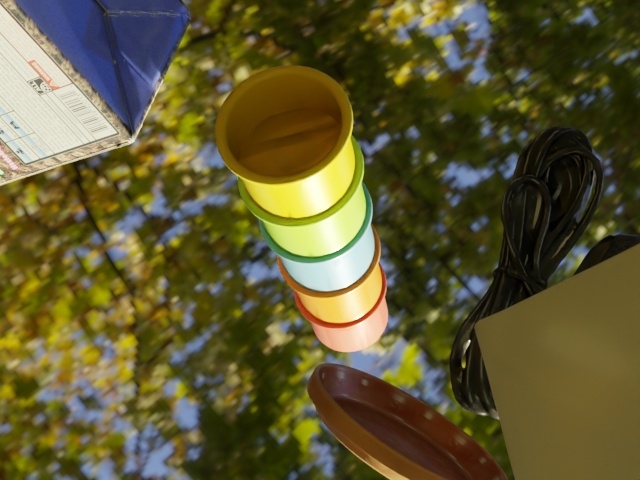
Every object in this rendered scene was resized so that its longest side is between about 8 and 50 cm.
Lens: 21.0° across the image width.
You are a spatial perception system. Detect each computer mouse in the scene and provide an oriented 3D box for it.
[{"bbox_3d":[0.223,0.057,1.037,0.272,0.072,0.188,19,-107,1],"label":"computer mouse"}]

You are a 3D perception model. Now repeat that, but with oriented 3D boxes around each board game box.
[{"bbox_3d":[-0.291,-0.166,1.315,0.291,0.141,0.232,-14,-49,36],"label":"board game box"}]

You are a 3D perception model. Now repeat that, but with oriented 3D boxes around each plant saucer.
[{"bbox_3d":[0.031,0.073,0.634,0.083,0.083,0.013,34,-78,12],"label":"plant saucer"}]

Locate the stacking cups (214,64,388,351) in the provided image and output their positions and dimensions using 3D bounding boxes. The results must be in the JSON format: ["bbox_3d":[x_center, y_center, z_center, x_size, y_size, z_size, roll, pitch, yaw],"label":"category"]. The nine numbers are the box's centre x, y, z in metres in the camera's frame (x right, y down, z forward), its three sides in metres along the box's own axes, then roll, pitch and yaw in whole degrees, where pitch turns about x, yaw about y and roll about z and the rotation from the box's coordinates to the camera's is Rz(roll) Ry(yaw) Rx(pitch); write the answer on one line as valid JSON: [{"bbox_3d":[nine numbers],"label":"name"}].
[{"bbox_3d":[0.000,0.000,1.278,0.096,0.096,0.316,17,-26,20],"label":"stacking cups"}]

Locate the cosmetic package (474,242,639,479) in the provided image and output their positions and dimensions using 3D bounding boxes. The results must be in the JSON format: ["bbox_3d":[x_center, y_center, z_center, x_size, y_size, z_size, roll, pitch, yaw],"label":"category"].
[{"bbox_3d":[0.195,0.158,0.508,0.197,0.366,0.155,-26,-40,21],"label":"cosmetic package"}]
